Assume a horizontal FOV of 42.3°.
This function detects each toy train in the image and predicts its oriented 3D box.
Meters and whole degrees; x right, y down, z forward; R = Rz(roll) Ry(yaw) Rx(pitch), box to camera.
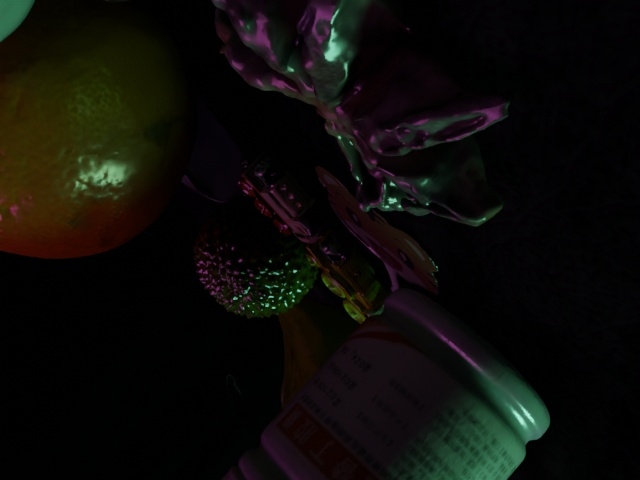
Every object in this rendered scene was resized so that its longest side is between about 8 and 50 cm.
[{"bbox_3d":[0.000,0.000,0.914,0.250,0.053,0.085,50,163,-21],"label":"toy train"}]

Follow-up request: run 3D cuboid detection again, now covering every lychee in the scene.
[{"bbox_3d":[-0.078,0.021,0.994,0.171,0.171,0.171,45,172,9],"label":"lychee"}]

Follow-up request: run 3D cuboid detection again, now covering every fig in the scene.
[{"bbox_3d":[0.021,0.195,1.150,0.314,0.233,0.233,52,172,-2],"label":"fig"}]

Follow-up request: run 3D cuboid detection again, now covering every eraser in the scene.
[{"bbox_3d":[-0.189,-0.138,1.099,0.174,0.081,0.227,54,170,-23],"label":"eraser"}]

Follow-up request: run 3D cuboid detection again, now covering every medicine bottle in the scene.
[{"bbox_3d":[0.044,0.222,0.790,0.202,0.316,0.202,41,171,8],"label":"medicine bottle"}]

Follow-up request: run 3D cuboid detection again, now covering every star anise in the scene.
[{"bbox_3d":[0.014,-0.081,0.408,0.208,0.063,0.172,48,170,-9],"label":"star anise"}]

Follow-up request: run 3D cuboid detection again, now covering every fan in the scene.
[{"bbox_3d":[0.065,0.015,0.795,0.152,0.008,0.227,40,170,26],"label":"fan"}]

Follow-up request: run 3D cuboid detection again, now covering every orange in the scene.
[{"bbox_3d":[-0.275,-0.129,0.826,0.312,0.312,0.312,45,172,9],"label":"orange"}]

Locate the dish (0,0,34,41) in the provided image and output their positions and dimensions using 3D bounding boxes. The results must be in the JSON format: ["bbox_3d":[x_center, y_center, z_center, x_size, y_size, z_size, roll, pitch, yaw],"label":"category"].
[{"bbox_3d":[-0.238,-0.269,0.485,0.324,0.124,0.324,43,149,33],"label":"dish"}]

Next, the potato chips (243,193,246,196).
[{"bbox_3d":[-0.067,-0.020,1.168,0.150,0.049,0.201,44,167,-21],"label":"potato chips"}]

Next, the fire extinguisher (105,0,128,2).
[{"bbox_3d":[-0.148,-0.197,0.557,0.231,0.099,0.071,26,132,65],"label":"fire extinguisher"}]
